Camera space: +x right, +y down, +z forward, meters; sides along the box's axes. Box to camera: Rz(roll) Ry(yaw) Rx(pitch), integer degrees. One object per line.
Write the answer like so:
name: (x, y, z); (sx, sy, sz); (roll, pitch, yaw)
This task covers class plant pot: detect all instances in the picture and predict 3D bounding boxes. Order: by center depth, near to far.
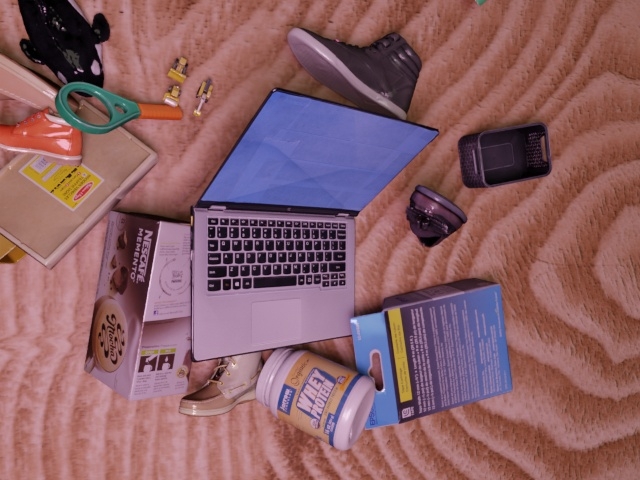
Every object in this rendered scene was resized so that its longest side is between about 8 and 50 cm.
plant pot: (-0.544, -0.016, 0.881); (0.081, 0.081, 0.083); (-43, 94, -9)

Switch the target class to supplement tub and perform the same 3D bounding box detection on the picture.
supplement tub: (-0.009, 0.299, 0.985); (0.200, 0.144, 0.144); (18, 89, 22)

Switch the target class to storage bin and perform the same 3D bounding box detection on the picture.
storage bin: (0.413, -0.190, 1.138); (0.180, 0.084, 0.122); (-12, 97, -16)

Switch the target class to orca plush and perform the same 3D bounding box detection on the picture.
orca plush: (-0.446, -0.396, 0.863); (0.151, 0.102, 0.287); (-6, 96, -16)

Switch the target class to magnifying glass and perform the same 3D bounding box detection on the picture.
magnifying glass: (-0.338, -0.226, 0.878); (0.231, 0.026, 0.092); (-14, 74, -54)

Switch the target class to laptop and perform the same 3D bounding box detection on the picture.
laptop: (0.000, 0.000, 0.880); (0.382, 0.236, 0.407); (1, 90, -42)

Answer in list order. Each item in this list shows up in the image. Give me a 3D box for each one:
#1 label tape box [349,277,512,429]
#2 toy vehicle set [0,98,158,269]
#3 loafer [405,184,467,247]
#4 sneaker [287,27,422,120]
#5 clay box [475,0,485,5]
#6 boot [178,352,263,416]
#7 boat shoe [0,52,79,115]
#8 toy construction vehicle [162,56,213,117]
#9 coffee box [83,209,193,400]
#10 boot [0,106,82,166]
label tape box: (0.229, 0.238, 1.107); (0.348, 0.115, 0.249); (-10, 97, -12)
toy vehicle set: (-0.434, -0.102, 0.869); (0.166, 0.035, 0.267); (38, 68, -1)
loafer: (0.223, -0.033, 1.001); (0.109, 0.302, 0.095); (35, 97, 17)
sneaker: (0.079, -0.371, 1.022); (0.296, 0.104, 0.146); (28, 85, -22)
clay box: (0.374, -0.623, 1.107); (0.222, 0.053, 0.127); (-45, 105, -7)
boot: (-0.180, 0.233, 0.964); (0.213, 0.077, 0.165); (-2, 94, -57)
boat shoe: (-0.575, -0.271, 0.835); (0.341, 0.121, 0.110); (25, 91, -6)
toy construction vehicle: (-0.247, -0.289, 0.952); (0.086, 0.035, 0.098); (26, 66, -23)
coffee box: (-0.303, 0.104, 0.896); (0.119, 0.168, 0.297); (8, 93, -50)
boot: (-0.464, -0.179, 0.815); (0.158, 0.059, 0.084); (10, 112, -17)
